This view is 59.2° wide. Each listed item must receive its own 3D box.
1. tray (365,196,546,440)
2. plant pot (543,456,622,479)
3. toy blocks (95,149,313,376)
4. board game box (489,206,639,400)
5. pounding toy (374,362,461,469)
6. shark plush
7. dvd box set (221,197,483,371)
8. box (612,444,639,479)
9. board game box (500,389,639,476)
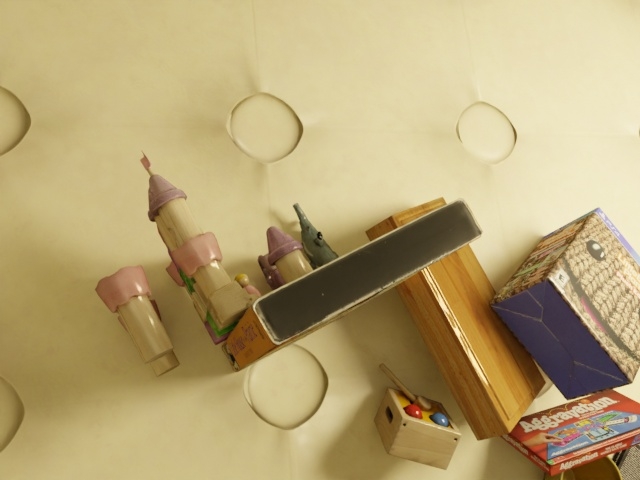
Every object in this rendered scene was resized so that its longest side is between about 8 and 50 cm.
[{"bbox_3d":[0.258,0.127,1.043,0.203,0.076,0.410,-20,80,-50],"label":"tray"},{"bbox_3d":[0.474,0.454,1.050,0.135,0.095,0.134,4,74,-15],"label":"plant pot"},{"bbox_3d":[-0.191,0.020,0.886,0.309,0.288,0.260,-27,79,-19],"label":"toy blocks"},{"bbox_3d":[0.504,0.114,1.081,0.232,0.141,0.291,51,50,2],"label":"board game box"},{"bbox_3d":[0.160,0.305,0.992,0.130,0.141,0.100,19,99,-10],"label":"pounding toy"},{"bbox_3d":[0.000,0.000,1.055,0.073,0.067,0.161,-14,80,-18],"label":"shark plush"},{"bbox_3d":[0.014,0.089,0.847,0.308,0.420,0.062,-25,81,-21],"label":"dvd box set"},{"bbox_3d":[0.637,0.468,1.128,0.116,0.029,0.162,42,70,-3],"label":"box"},{"bbox_3d":[0.495,0.352,1.060,0.282,0.145,0.027,-10,102,-18],"label":"board game box"}]
